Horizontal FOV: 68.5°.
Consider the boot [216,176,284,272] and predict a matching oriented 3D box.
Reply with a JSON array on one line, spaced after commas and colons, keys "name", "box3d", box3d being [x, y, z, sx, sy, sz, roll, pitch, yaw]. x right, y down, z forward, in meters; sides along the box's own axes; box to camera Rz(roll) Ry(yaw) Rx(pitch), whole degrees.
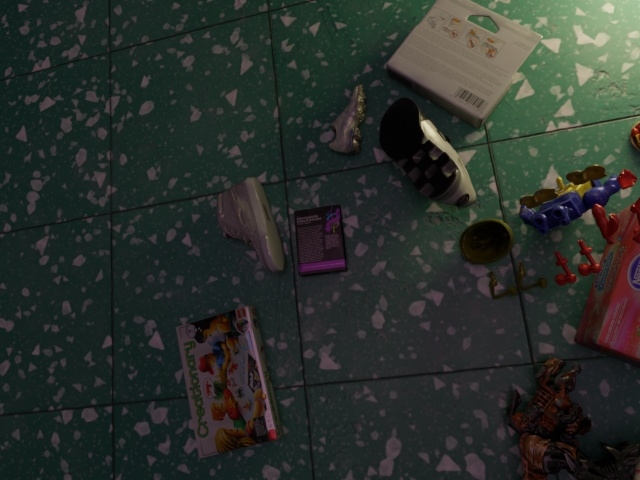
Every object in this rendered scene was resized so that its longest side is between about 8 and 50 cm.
[{"name": "boot", "box3d": [-0.176, -0.022, 1.149, 0.123, 0.095, 0.259, -24, 66, 13]}]

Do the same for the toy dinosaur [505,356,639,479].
[{"name": "toy dinosaur", "box3d": [0.465, 0.401, 0.903, 0.218, 0.164, 0.322, 12, 100, 29]}]

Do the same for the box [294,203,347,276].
[{"name": "box", "box3d": [0.000, 0.000, 1.127, 0.115, 0.029, 0.162, -7, 79, 11]}]

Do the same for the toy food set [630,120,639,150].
[{"name": "toy food set", "box3d": [0.715, -0.226, 1.014, 0.083, 0.020, 0.083, -19, 75, 8]}]

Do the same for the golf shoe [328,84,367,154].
[{"name": "golf shoe", "box3d": [0.064, -0.301, 1.156, 0.085, 0.069, 0.177, 7, 79, 20]}]

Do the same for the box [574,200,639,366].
[{"name": "box", "box3d": [0.625, 0.085, 0.904, 0.142, 0.154, 0.300, 21, 85, 16]}]

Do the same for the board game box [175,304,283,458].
[{"name": "board game box", "box3d": [-0.215, 0.325, 1.097, 0.192, 0.053, 0.306, -18, 75, 9]}]

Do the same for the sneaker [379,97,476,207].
[{"name": "sneaker", "box3d": [0.244, -0.192, 1.078, 0.122, 0.146, 0.331, -42, 48, 28]}]

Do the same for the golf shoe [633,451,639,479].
[{"name": "golf shoe", "box3d": [0.645, 0.481, 0.792, 0.120, 0.105, 0.273, -28, 67, -31]}]

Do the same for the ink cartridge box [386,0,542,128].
[{"name": "ink cartridge box", "box3d": [0.336, -0.437, 1.124, 0.275, 0.060, 0.239, 37, 88, 18]}]

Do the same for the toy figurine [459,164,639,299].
[{"name": "toy figurine", "box3d": [0.499, -0.037, 0.973, 0.362, 0.217, 0.191, -35, 86, 49]}]
